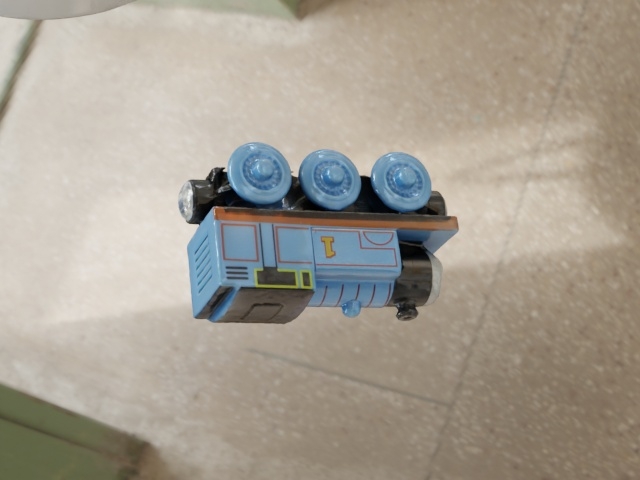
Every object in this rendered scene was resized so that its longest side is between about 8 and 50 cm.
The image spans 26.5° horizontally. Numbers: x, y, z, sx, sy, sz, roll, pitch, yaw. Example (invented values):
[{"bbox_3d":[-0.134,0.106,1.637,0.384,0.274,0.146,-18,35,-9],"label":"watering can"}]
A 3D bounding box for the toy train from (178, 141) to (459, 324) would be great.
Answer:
[{"bbox_3d":[0.000,0.000,0.867,0.080,0.184,0.105,136,133,-59],"label":"toy train"}]

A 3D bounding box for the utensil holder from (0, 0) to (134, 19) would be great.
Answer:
[{"bbox_3d":[-0.208,-0.389,0.961,0.327,0.385,0.328,2,63,-3],"label":"utensil holder"}]
